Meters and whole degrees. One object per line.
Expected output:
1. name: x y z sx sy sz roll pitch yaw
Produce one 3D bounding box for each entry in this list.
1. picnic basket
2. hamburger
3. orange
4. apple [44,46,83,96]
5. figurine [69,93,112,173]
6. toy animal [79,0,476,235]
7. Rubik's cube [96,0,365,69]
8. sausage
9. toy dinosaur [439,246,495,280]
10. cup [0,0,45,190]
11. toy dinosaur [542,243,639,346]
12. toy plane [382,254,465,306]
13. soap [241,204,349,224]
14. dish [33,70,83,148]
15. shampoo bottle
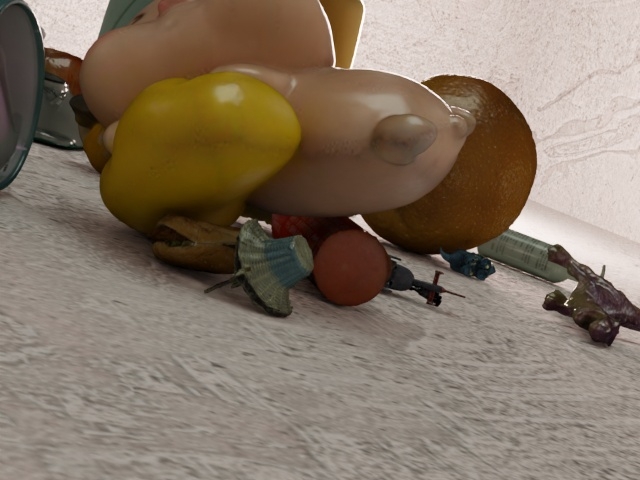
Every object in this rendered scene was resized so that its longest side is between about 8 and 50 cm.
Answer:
1. picnic basket: -0.049 0.024 1.128 0.083 0.083 0.065 -19 1 20
2. hamburger: -0.100 0.004 1.182 0.083 0.044 0.076 9 0 -20
3. orange: 0.160 -0.100 1.899 0.264 0.264 0.264 18 7 -2
4. apple: -0.377 -0.214 1.957 0.126 0.102 0.126 13 9 -2
5. figurine: -0.163 -0.136 1.684 0.257 0.192 0.167 -20 61 -42
6. toy animal: -0.054 -0.145 1.229 0.345 0.247 0.277 -8 -12 13
7. Rubik's cube: -0.169 -0.355 2.589 0.351 0.347 0.352 24 8 36
8. sausage: 0.000 0.000 1.381 0.074 0.074 0.274 17 7 -15
9. toy dinosaur: 0.190 0.029 1.831 0.083 0.031 0.047 14 7 -37
10. cup: -0.347 -0.138 1.218 0.173 0.167 0.300 11 31 8
11. toy dinosaur: 0.355 0.095 1.696 0.251 0.072 0.200 28 8 -44
12. toy plane: 0.079 0.038 1.447 0.145 0.037 0.060 16 -4 14
13. soap: -0.028 -0.069 1.543 0.135 0.076 0.233 16 -15 -22
14. dish: -0.391 -0.184 1.783 0.246 0.078 0.224 13 10 -38
15. shampoo bottle: 0.329 0.029 2.101 0.195 0.056 0.056 23 8 28
